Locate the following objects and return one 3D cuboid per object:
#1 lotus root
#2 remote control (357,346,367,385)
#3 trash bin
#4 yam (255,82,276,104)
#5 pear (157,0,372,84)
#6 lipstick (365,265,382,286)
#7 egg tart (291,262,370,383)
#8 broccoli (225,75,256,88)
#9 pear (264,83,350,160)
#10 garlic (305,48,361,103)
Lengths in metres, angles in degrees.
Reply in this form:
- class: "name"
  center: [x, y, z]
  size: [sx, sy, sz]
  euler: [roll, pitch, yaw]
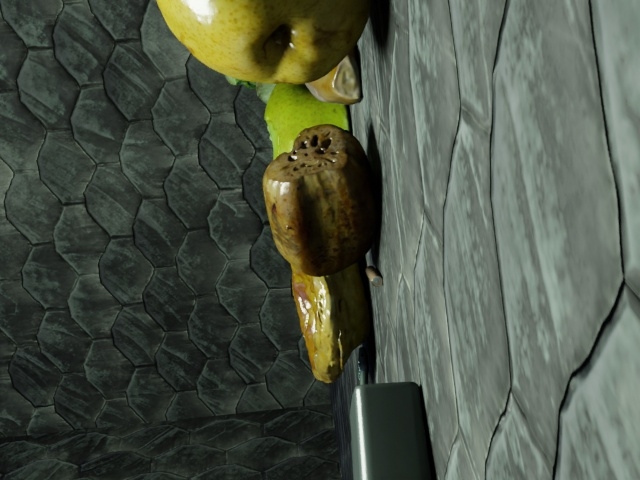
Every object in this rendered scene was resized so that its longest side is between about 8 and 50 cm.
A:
- class: "lotus root"
  center: [0.001, -0.058, 1.374]
  size: [0.291, 0.193, 0.193]
  euler: [82, -179, -54]
- class: "remote control"
  center: [0.090, 0.281, 1.851]
  size: [0.124, 0.018, 0.053]
  euler: [88, 177, -50]
- class: "trash bin"
  center: [0.088, 0.310, 1.074]
  size: [0.176, 0.101, 0.236]
  euler: [86, 180, -66]
- class: "yam"
  center: [-0.065, -0.445, 1.905]
  size: [0.195, 0.195, 0.300]
  euler: [88, 175, -55]
- class: "pear"
  center: [-0.068, -0.347, 1.091]
  size: [0.314, 0.315, 0.314]
  euler: [174, 90, -88]
- class: "lipstick"
  center: [0.087, 0.058, 1.408]
  size: [0.094, 0.019, 0.018]
  euler: [-109, 13, -80]
- class: "egg tart"
  center: [0.020, 0.113, 1.697]
  size: [0.341, 0.129, 0.340]
  euler: [170, 90, -85]
- class: "broccoli"
  center: [-0.122, -0.482, 2.215]
  size: [0.254, 0.269, 0.268]
  euler: [112, 153, -70]
- class: "pear"
  center: [-0.031, -0.213, 1.746]
  size: [0.286, 0.177, 0.281]
  euler: [-124, 29, -83]
- class: "garlic"
  center: [0.015, -0.315, 1.515]
  size: [0.318, 0.112, 0.143]
  euler: [-120, 25, -57]
